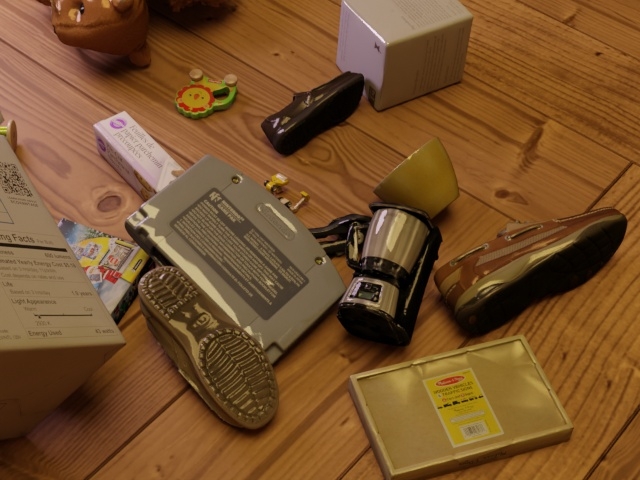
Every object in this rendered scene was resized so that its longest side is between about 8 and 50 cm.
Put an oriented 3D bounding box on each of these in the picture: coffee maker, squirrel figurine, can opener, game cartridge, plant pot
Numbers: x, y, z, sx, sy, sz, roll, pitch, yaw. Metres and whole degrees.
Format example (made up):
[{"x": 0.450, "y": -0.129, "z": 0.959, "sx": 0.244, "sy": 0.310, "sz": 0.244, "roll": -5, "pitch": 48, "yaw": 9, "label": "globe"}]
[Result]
[{"x": 0.110, "y": 0.060, "z": 1.621, "sx": 0.120, "sy": 0.171, "sz": 0.178, "roll": -2, "pitch": 60, "yaw": 45, "label": "coffee maker"}, {"x": -0.341, "y": -0.506, "z": 2.011, "sx": 0.397, "sy": 0.281, "sz": 0.370, "roll": -12, "pitch": 57, "yaw": -10, "label": "squirrel figurine"}, {"x": 0.000, "y": 0.000, "z": 1.729, "sx": 0.186, "sy": 0.073, "sz": 0.059, "roll": -14, "pitch": 90, "yaw": -11, "label": "can opener"}, {"x": -0.114, "y": 0.021, "z": 1.638, "sx": 0.297, "sy": 0.062, "sz": 0.198, "roll": 45, "pitch": 57, "yaw": 7, "label": "game cartridge"}, {"x": 0.164, "y": -0.085, "z": 1.769, "sx": 0.134, "sy": 0.134, "sz": 0.095, "roll": -38, "pitch": 85, "yaw": -30, "label": "plant pot"}]

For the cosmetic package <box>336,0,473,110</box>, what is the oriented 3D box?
[{"x": 0.145, "y": -0.352, "z": 1.973, "sx": 0.184, "sy": 0.151, "sz": 0.151, "roll": -21, "pitch": 53, "yaw": -22, "label": "cosmetic package"}]

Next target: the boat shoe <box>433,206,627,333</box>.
[{"x": 0.314, "y": 0.018, "z": 1.681, "sx": 0.324, "sy": 0.122, "sz": 0.120, "roll": -24, "pitch": 51, "yaw": -23, "label": "boat shoe"}]

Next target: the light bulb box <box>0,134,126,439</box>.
[{"x": -0.493, "y": 0.050, "z": 1.370, "sx": 0.225, "sy": 0.358, "sz": 0.361, "roll": -41, "pitch": 70, "yaw": 19, "label": "light bulb box"}]

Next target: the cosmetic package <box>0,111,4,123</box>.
[{"x": -0.636, "y": -0.193, "z": 1.786, "sx": 0.231, "sy": 0.085, "sz": 0.117, "roll": 6, "pitch": 43, "yaw": 27, "label": "cosmetic package"}]

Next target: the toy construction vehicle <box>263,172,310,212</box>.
[{"x": -0.078, "y": -0.063, "z": 1.790, "sx": 0.086, "sy": 0.035, "sz": 0.098, "roll": 29, "pitch": 50, "yaw": 35, "label": "toy construction vehicle"}]

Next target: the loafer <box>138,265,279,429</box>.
[{"x": -0.156, "y": 0.153, "z": 1.557, "sx": 0.102, "sy": 0.092, "sz": 0.268, "roll": -31, "pitch": 73, "yaw": -25, "label": "loafer"}]

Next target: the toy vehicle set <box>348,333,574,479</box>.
[{"x": 0.191, "y": 0.231, "z": 1.540, "sx": 0.267, "sy": 0.035, "sz": 0.166, "roll": -12, "pitch": 50, "yaw": -13, "label": "toy vehicle set"}]

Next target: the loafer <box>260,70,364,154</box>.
[{"x": -0.014, "y": -0.233, "z": 1.906, "sx": 0.220, "sy": 0.080, "sz": 0.078, "roll": -36, "pitch": 60, "yaw": -29, "label": "loafer"}]

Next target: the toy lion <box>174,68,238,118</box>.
[{"x": -0.200, "y": -0.250, "z": 1.946, "sx": 0.100, "sy": 0.034, "sz": 0.096, "roll": 9, "pitch": 56, "yaw": 4, "label": "toy lion"}]

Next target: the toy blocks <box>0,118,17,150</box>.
[{"x": -0.576, "y": -0.147, "z": 1.816, "sx": 0.148, "sy": 0.054, "sz": 0.123, "roll": 0, "pitch": 49, "yaw": -3, "label": "toy blocks"}]

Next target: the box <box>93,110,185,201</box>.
[{"x": -0.246, "y": -0.085, "z": 1.774, "sx": 0.063, "sy": 0.067, "sz": 0.324, "roll": -30, "pitch": 58, "yaw": -26, "label": "box"}]

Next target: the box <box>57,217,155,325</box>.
[{"x": -0.365, "y": 0.082, "z": 1.633, "sx": 0.159, "sy": 0.044, "sz": 0.233, "roll": 19, "pitch": 50, "yaw": 13, "label": "box"}]
